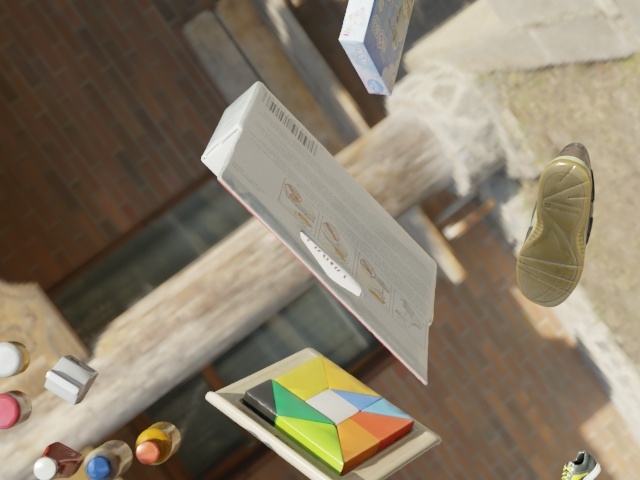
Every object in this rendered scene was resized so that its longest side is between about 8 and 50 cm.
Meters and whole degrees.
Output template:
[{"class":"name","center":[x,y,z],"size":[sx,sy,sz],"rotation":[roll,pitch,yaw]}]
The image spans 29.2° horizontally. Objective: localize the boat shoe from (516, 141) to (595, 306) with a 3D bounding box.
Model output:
[{"class":"boat shoe","center":[0.197,-0.011,0.994],"size":[0.056,0.049,0.152],"rotation":[22,134,16]}]

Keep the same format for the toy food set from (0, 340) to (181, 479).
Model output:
[{"class":"toy food set","center":[-0.275,0.196,1.325],"size":[0.232,0.111,0.104],"rotation":[32,179,3]}]

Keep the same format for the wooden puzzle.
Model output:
[{"class":"wooden puzzle","center":[0.010,0.213,1.506],"size":[0.221,0.044,0.239],"rotation":[33,-154,26]}]

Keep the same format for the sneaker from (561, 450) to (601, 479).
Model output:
[{"class":"sneaker","center":[0.303,0.288,1.490],"size":[0.035,0.083,0.031],"rotation":[56,156,-17]}]

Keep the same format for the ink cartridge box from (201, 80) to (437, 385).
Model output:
[{"class":"ink cartridge box","center":[0.000,0.000,1.168],"size":[0.275,0.060,0.239],"rotation":[45,-155,-15]}]

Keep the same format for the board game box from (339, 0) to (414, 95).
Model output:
[{"class":"board game box","center":[0.042,-0.160,0.861],"size":[0.020,0.090,0.090],"rotation":[10,167,19]}]
